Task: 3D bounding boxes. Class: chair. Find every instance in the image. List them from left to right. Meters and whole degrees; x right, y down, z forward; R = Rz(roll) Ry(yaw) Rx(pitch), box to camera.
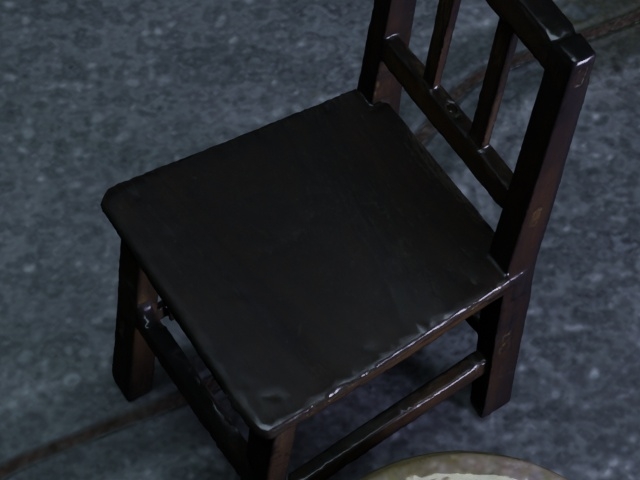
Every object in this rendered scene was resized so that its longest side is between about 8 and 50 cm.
[{"bbox_3d":[0.000,0.000,1.166,0.241,0.416,0.203,-27,62,-17],"label":"chair"}]

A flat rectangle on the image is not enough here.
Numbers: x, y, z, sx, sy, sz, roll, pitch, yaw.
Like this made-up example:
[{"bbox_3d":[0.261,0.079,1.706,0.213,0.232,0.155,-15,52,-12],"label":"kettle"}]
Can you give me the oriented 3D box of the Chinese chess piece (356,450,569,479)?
[{"bbox_3d":[0.093,0.268,1.183,0.270,0.112,0.270,0,59,-1],"label":"Chinese chess piece"}]
